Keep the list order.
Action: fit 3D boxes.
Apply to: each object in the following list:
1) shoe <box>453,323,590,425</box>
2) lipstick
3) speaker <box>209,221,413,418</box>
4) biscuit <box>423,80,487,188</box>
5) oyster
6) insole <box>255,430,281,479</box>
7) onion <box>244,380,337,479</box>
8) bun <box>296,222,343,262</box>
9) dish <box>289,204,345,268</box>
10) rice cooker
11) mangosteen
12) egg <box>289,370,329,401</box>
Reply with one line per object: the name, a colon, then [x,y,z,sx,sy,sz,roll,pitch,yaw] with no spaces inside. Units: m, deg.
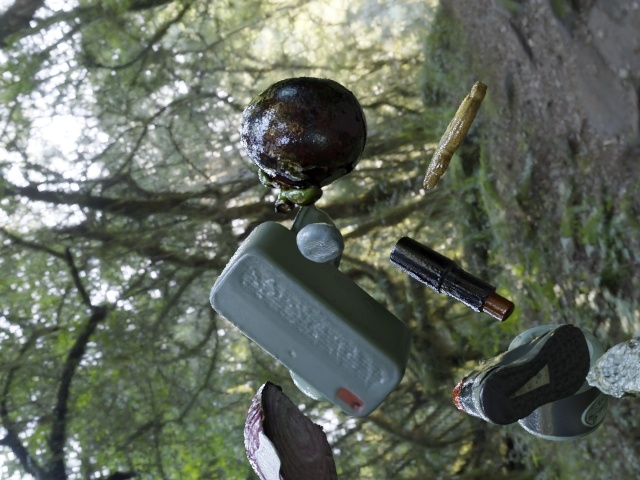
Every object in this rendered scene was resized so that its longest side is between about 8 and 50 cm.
shoe: [0.399,0.276,1.509,0.336,0.171,0.132,-20,-91,-32]
lipstick: [0.286,0.087,1.626,0.299,0.081,0.081,32,179,26]
speaker: [-0.016,0.156,1.445,0.406,0.183,0.184,39,-164,-2]
biscuit: [0.276,-0.218,1.547,0.184,0.035,0.249,-62,-2,-38]
oyster: [0.456,0.185,1.071,0.064,0.125,0.177,55,164,-7]
insole: [-0.072,0.314,1.043,0.065,0.004,0.197,51,157,21]
onion: [-0.073,0.420,1.418,0.250,0.111,0.247,51,-164,-32]
bun: [0.000,0.000,1.211,0.083,0.083,0.045,54,-157,-46]
dish: [-0.017,0.049,1.802,0.303,0.120,0.303,16,-90,-84]
rice cooker: [0.682,0.397,2.127,0.288,0.288,0.277,-80,-19,-59]
mangosteen: [-0.025,-0.164,1.220,0.216,0.216,0.216,-19,-90,-74]
egg: [0.007,0.293,1.714,0.192,0.149,0.149,38,-145,-45]
